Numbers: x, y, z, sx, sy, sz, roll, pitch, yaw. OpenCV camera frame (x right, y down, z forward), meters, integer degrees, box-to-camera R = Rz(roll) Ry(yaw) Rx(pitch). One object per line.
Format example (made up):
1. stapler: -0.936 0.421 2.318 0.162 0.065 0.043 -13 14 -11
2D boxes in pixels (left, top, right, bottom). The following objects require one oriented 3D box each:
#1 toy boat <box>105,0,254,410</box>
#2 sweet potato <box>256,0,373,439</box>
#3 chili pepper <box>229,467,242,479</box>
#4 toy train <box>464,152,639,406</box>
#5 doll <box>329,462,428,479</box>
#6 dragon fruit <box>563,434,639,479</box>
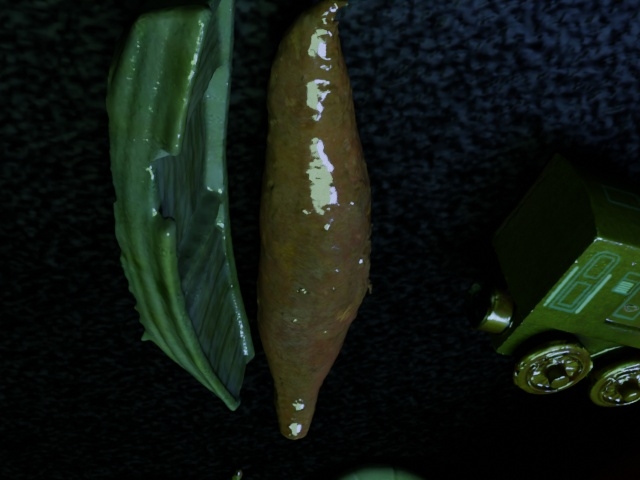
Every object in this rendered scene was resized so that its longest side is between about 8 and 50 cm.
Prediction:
1. toy boat: -0.068 -0.011 0.463 0.055 0.093 0.293 10 138 7
2. sweet potato: 0.000 0.000 0.504 0.072 0.066 0.314 -5 136 -14
3. chili pepper: -0.177 0.272 0.741 0.272 0.063 0.071 -33 123 -1
4. toy train: 0.207 0.038 0.562 0.226 0.090 0.137 13 130 -22
5. doll: 0.041 0.343 0.826 0.284 0.216 0.268 -42 105 10
6. dragon fruit: 0.273 0.311 0.658 0.249 0.371 0.386 13 116 -35
